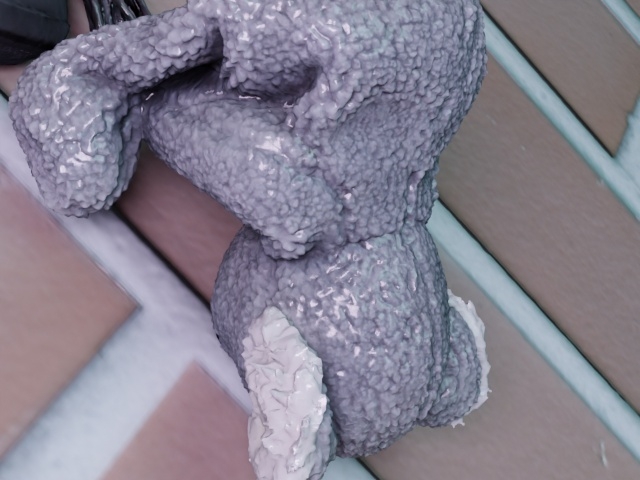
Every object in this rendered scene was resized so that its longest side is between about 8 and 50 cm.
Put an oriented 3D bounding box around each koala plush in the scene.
[{"bbox_3d":[0.000,0.000,0.584,0.196,0.203,0.221,-7,83,-55],"label":"koala plush"}]

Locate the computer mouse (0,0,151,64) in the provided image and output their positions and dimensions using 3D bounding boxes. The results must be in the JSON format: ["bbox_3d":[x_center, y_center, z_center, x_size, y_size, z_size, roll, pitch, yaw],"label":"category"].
[{"bbox_3d":[-0.184,-0.149,0.572,0.272,0.072,0.188,-21,80,-53],"label":"computer mouse"}]
